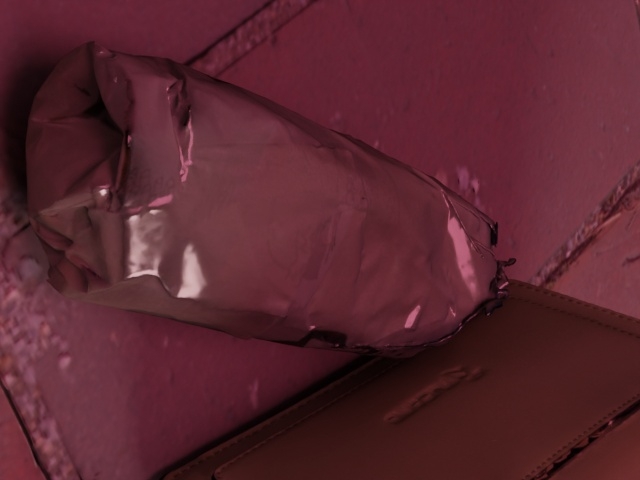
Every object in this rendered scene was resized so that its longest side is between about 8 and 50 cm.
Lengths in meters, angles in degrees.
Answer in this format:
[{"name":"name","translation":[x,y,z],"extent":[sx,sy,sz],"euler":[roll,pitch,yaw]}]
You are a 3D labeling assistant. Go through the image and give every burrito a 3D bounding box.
[{"name":"burrito","translation":[0.000,0.000,0.933],"extent":[0.445,0.101,0.139],"euler":[18,81,-50]}]

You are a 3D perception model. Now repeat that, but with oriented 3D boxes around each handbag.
[{"name":"handbag","translation":[0.106,0.176,0.976],"extent":[0.358,0.236,0.160],"euler":[-27,118,-39]}]
